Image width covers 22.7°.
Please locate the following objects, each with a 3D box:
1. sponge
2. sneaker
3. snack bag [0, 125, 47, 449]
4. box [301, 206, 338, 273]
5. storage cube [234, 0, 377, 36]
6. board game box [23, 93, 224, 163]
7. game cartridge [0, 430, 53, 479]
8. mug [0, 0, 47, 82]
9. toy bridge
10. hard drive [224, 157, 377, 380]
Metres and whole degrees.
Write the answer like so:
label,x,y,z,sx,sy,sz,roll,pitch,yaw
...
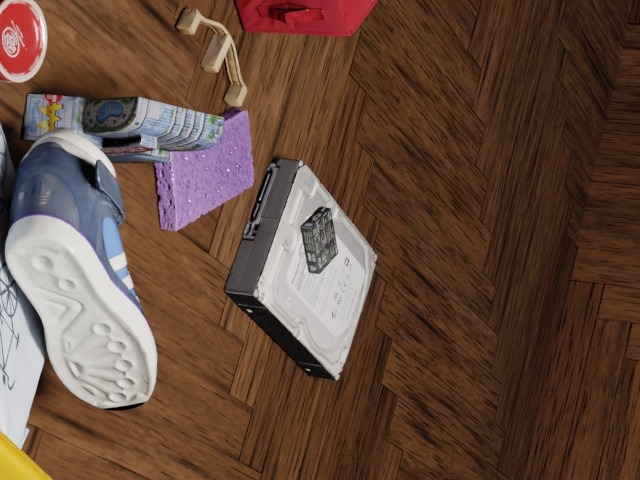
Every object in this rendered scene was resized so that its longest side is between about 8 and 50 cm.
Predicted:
label,x,y,z,sx,sy,sz,roll,pitch,yaw
sponge,-0.162,-0.103,2.251,0.210,0.031,0.117,-36,127,-55
sneaker,-0.266,0.019,1.887,0.236,0.130,0.323,-86,161,-46
snack bag,-0.365,0.027,1.755,0.323,0.037,0.342,-89,168,-58
box,0.000,0.000,2.456,0.067,0.018,0.083,-48,136,-47
storage cube,-0.019,-0.425,2.279,0.215,0.183,0.193,-56,142,-40
board game box,-0.254,-0.137,1.948,0.194,0.194,0.060,8,85,-48
game cartridge,-0.427,0.302,1.635,0.285,0.052,0.324,-42,131,-6
mug,-0.389,-0.218,1.654,0.150,0.169,0.113,25,75,-61
toy bridge,-0.146,-0.265,2.247,0.188,0.026,0.063,56,47,-51
hard drive,-0.021,0.050,2.517,0.339,0.064,0.237,50,53,-53
